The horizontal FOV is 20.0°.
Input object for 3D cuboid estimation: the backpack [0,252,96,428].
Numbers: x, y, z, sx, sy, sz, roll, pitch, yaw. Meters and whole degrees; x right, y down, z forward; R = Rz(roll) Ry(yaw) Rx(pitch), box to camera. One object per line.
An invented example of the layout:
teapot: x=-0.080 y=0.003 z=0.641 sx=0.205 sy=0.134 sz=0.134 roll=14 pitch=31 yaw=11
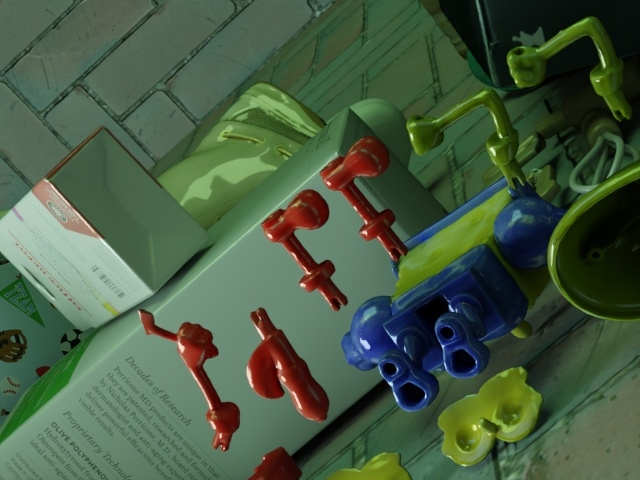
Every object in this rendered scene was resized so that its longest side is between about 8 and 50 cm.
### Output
backpack: x=-0.242 y=0.107 z=1.610 sx=0.263 sy=0.276 sz=0.213 roll=-13 pitch=1 yaw=-26

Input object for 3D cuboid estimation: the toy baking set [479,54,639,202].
toy baking set: x=0.201 y=-0.071 z=1.353 sx=0.256 sy=0.030 sz=0.197 roll=-33 pitch=18 yaw=45

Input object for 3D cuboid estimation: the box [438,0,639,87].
box: x=0.184 y=-0.319 z=1.466 sx=0.212 sy=0.293 sz=0.395 roll=-14 pitch=16 yaw=2

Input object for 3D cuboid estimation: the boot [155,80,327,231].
boot: x=-0.046 y=-0.011 z=1.524 sx=0.203 sy=0.095 sz=0.262 roll=-39 pitch=51 yaw=-15

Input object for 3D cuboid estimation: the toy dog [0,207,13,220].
toy dog: x=-0.288 y=0.068 z=1.911 sx=0.395 sy=0.284 sz=0.408 roll=-45 pitch=9 yaw=-11

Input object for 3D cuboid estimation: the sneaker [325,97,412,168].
sneaker: x=0.000 y=0.000 z=1.628 sx=0.290 sy=0.106 sz=0.123 roll=-55 pitch=16 yaw=-6

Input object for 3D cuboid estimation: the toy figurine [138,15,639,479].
toy figurine: x=0.093 y=-0.007 z=1.103 sx=0.362 sy=0.191 sz=0.217 roll=-36 pitch=8 yaw=26

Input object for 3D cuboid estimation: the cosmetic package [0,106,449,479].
cosmetic package: x=-0.066 y=0.084 z=1.376 sx=0.365 sy=0.155 sz=0.197 roll=-42 pitch=8 yaw=10

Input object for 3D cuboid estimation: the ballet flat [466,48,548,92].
ballet flat: x=0.206 y=-0.180 z=1.674 sx=0.067 sy=0.073 sz=0.206 roll=-26 pitch=10 yaw=-19

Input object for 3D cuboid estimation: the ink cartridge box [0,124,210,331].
ink cartridge box: x=-0.173 y=-0.003 z=1.375 sx=0.067 sy=0.115 sz=0.198 roll=-46 pitch=8 yaw=-25

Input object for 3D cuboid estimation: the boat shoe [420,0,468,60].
boat shoe: x=0.239 y=-0.349 z=2.043 sx=0.341 sy=0.110 sz=0.121 roll=-49 pitch=12 yaw=-28
